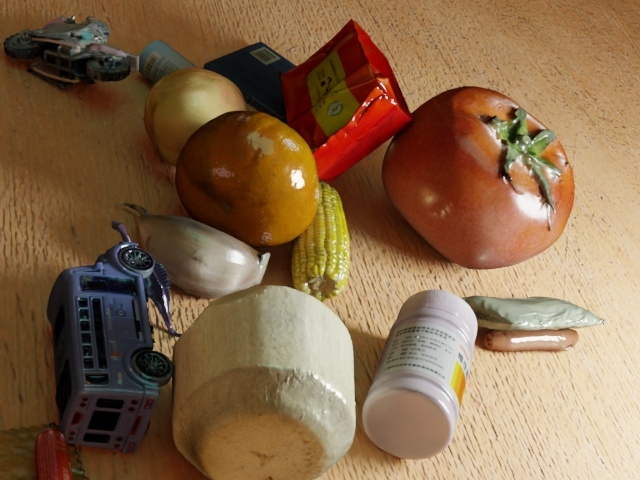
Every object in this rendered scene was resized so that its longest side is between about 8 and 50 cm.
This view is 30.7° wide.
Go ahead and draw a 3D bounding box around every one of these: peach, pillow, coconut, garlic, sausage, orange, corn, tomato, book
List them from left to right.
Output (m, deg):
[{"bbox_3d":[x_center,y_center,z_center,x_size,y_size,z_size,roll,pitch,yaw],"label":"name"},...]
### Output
[{"bbox_3d":[-0.313,0.271,1.367,0.048,0.050,0.145,-9,38,-12],"label":"sausage"},{"bbox_3d":[-0.213,0.003,1.762,0.266,0.148,0.129,31,72,3],"label":"garlic"},{"bbox_3d":[-0.203,-0.201,1.958,0.184,0.184,0.184,15,36,-11],"label":"peach"},{"bbox_3d":[-0.111,-0.098,1.818,0.240,0.240,0.171,26,54,4],"label":"orange"},{"bbox_3d":[-0.074,0.178,1.488,0.237,0.237,0.266,14,42,-13],"label":"coconut"},{"bbox_3d":[-0.073,-0.293,2.283,0.269,0.025,0.191,36,38,17],"label":"book"},{"bbox_3d":[0.000,0.000,1.880,0.093,0.093,0.244,16,36,-11],"label":"corn"},{"bbox_3d":[0.276,-0.092,2.018,0.341,0.273,0.341,23,40,-21],"label":"tomato"},{"bbox_3d":[0.339,0.119,1.917,0.229,0.050,0.148,-2,15,-36],"label":"pillow"},{"bbox_3d":[0.351,0.164,1.915,0.186,0.043,0.043,1,41,-27],"label":"sausage"}]

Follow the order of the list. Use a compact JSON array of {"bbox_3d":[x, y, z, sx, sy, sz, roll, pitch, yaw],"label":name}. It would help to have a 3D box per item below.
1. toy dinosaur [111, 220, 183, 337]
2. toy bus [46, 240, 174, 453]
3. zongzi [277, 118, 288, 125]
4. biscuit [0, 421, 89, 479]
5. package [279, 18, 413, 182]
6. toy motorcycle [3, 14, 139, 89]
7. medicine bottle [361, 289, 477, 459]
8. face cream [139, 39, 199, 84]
[{"bbox_3d":[-0.253,0.060,1.665,0.045,0.080,0.197,-25,81,-51],"label":"toy dinosaur"},{"bbox_3d":[-0.283,0.128,1.522,0.133,0.125,0.292,9,38,-24],"label":"toy bus"},{"bbox_3d":[-0.048,-0.168,2.122,0.119,0.055,0.109,55,27,8],"label":"zongzi"},{"bbox_3d":[-0.368,0.308,1.335,0.236,0.013,0.232,-4,44,-33],"label":"biscuit"},{"bbox_3d":[0.038,-0.246,2.050,0.123,0.196,0.424,46,13,-24],"label":"package"},{"bbox_3d":[-0.417,-0.350,2.085,0.239,0.108,0.204,30,35,9],"label":"toy motorcycle"},{"bbox_3d":[0.148,0.189,1.686,0.133,0.133,0.250,24,34,1],"label":"medicine bottle"},{"bbox_3d":[-0.232,-0.275,2.125,0.229,0.075,0.075,39,38,19],"label":"face cream"}]
